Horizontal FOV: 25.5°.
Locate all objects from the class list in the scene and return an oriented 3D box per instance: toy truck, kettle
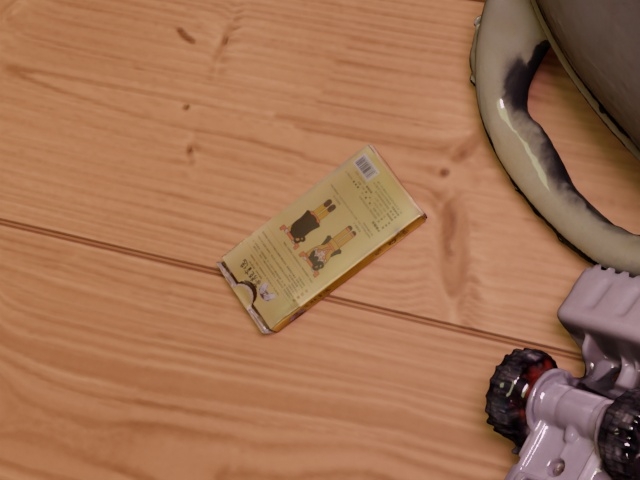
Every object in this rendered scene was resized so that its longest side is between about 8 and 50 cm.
[{"bbox_3d":[0.160,0.159,0.907,0.136,0.111,0.286,16,71,51],"label":"toy truck"},{"bbox_3d":[0.239,-0.128,0.926,0.324,0.228,0.321,51,125,27],"label":"kettle"}]

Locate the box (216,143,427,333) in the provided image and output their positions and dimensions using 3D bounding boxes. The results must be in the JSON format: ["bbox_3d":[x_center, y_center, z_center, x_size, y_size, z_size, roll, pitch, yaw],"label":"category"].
[{"bbox_3d":[0.000,0.000,1.048,0.149,0.020,0.073,-36,69,5],"label":"box"}]
